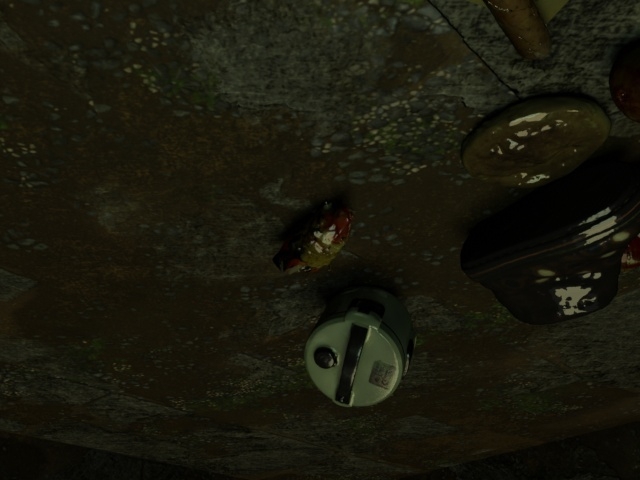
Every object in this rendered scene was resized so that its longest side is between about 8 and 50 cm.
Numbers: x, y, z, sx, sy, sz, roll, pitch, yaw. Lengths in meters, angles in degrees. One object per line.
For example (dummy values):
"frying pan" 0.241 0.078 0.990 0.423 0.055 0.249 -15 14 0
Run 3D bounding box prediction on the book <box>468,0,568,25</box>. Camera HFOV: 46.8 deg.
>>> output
"book" 0.224 -0.347 0.881 0.230 0.027 0.161 11 147 -22

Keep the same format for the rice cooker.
"rice cooker" 0.087 0.223 1.578 0.225 0.244 0.226 6 110 16

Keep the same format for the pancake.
"pancake" 0.353 -0.146 1.206 0.241 0.050 0.242 -2 153 -1

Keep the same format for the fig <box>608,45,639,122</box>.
"fig" 0.480 -0.231 1.041 0.154 0.103 0.109 -33 139 -19

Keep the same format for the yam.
"yam" 0.217 -0.297 0.886 0.056 0.057 0.241 -21 146 27

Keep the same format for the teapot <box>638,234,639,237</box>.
"teapot" 0.636 -0.066 1.273 0.208 0.166 0.299 -4 160 21

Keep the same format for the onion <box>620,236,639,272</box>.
"onion" 0.574 0.008 1.430 0.118 0.119 0.117 -6 164 4

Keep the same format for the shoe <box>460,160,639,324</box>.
"shoe" 0.456 0.023 1.330 0.237 0.171 0.384 38 138 -18

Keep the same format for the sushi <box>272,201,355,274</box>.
"sushi" 0.002 -0.002 1.375 0.097 0.103 0.226 39 138 -13
